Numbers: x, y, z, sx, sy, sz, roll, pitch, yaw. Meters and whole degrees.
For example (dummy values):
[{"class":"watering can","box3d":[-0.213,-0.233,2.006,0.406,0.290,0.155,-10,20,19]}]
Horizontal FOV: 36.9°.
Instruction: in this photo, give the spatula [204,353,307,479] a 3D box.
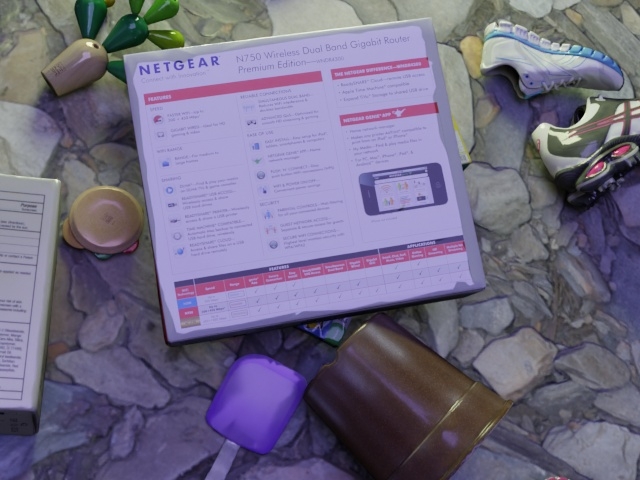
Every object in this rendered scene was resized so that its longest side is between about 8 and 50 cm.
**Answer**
[{"class":"spatula","box3d":[-0.113,0.251,0.968,0.084,0.030,0.296,30,65,-1]}]

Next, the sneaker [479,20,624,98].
[{"class":"sneaker","box3d":[0.295,-0.214,1.246,0.190,0.071,0.083,18,75,8]}]

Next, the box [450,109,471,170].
[{"class":"box","box3d":[0.104,-0.158,1.183,0.105,0.043,0.179,-13,76,-19]}]

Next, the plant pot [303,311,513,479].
[{"class":"plant pot","box3d":[0.082,0.172,0.988,0.165,0.167,0.167,42,64,11]}]

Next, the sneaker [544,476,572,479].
[{"class":"sneaker","box3d":[0.228,0.308,1.026,0.170,0.075,0.063,-11,53,-42]}]

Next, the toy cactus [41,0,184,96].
[{"class":"toy cactus","box3d":[-0.232,-0.227,1.095,0.180,0.112,0.219,-37,92,-14]}]

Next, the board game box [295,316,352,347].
[{"class":"board game box","box3d":[0.000,0.000,1.070,0.136,0.035,0.201,26,78,-3]}]

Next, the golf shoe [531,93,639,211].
[{"class":"golf shoe","box3d":[0.397,-0.151,1.230,0.273,0.105,0.120,-29,70,-25]}]

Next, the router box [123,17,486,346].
[{"class":"router box","box3d":[-0.019,-0.064,1.017,0.335,0.082,0.301,-8,82,-9]}]

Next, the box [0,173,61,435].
[{"class":"box","box3d":[-0.336,0.061,0.928,0.148,0.127,0.232,5,67,-13]}]

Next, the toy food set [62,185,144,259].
[{"class":"toy food set","box3d":[-0.233,-0.020,1.047,0.082,0.020,0.083,22,65,-6]}]
